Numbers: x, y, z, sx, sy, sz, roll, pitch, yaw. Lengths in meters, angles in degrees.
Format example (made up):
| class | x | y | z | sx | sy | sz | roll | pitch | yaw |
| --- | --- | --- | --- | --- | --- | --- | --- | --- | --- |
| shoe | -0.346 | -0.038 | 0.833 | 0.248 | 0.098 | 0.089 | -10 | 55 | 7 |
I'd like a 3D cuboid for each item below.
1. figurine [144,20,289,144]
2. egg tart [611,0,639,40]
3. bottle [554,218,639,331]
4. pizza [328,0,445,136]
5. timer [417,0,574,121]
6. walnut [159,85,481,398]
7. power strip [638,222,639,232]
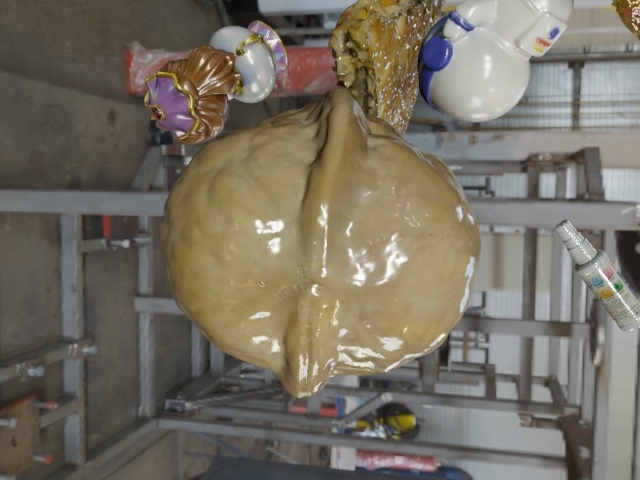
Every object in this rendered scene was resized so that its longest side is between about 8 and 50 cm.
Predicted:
| class | x | y | z | sx | sy | sz | roll | pitch | yaw |
| --- | --- | --- | --- | --- | --- | --- | --- | --- | --- |
| figurine | -0.179 | -0.262 | 1.127 | 0.263 | 0.142 | 0.189 | -41 | 175 | -27 |
| egg tart | 0.702 | -0.488 | 1.240 | 0.153 | 0.340 | 0.351 | -52 | 151 | -20 |
| bottle | 0.473 | 0.056 | 1.154 | 0.217 | 0.060 | 0.060 | 50 | 22 | -6 |
| pizza | 0.077 | -0.266 | 0.994 | 0.406 | 0.130 | 0.439 | 19 | 89 | -74 |
| timer | 0.248 | -0.299 | 0.771 | 0.383 | 0.270 | 0.270 | -52 | -174 | 31 |
| walnut | 0.000 | 0.000 | 0.790 | 0.381 | 0.381 | 0.381 | 2 | 90 | -76 |
| power strip | 0.512 | -0.031 | 1.000 | 0.136 | 0.019 | 0.051 | -34 | 98 | -25 |
